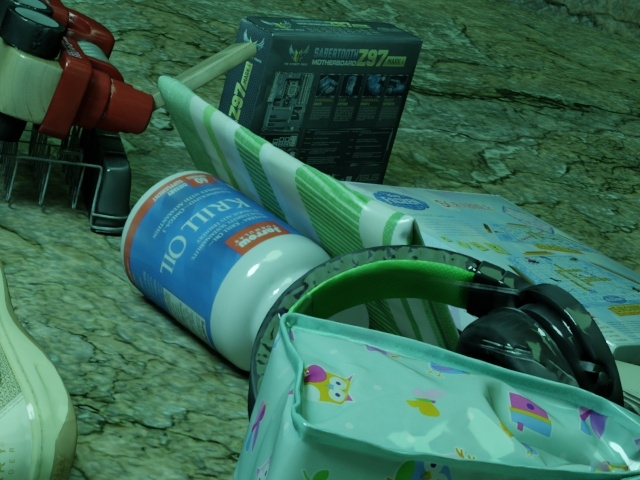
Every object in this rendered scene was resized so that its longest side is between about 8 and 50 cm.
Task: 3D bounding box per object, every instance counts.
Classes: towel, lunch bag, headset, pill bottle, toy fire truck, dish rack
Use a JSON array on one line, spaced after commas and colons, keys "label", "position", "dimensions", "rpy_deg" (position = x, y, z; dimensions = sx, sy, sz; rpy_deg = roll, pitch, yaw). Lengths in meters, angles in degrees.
[{"label": "towel", "position": [0.000, 0.000, 1.672], "dimensions": [0.038, 0.248, 0.325], "rpy_deg": [-41, 46, -16]}, {"label": "lunch bag", "position": [0.075, 0.189, 1.165], "dimensions": [0.262, 0.223, 0.160], "rpy_deg": [13, 25, -12]}, {"label": "headset", "position": [0.137, 0.124, 1.346], "dimensions": [0.394, 0.185, 0.243], "rpy_deg": [27, 52, 15]}, {"label": "pill bottle", "position": [-0.062, 0.036, 1.628], "dimensions": [0.124, 0.124, 0.221], "rpy_deg": [-3, 26, -43]}, {"label": "toy fire truck", "position": [-0.212, -0.171, 1.860], "dimensions": [0.246, 0.158, 0.217], "rpy_deg": [18, 15, -25]}, {"label": "dish rack", "position": [-0.319, -0.093, 1.871], "dimensions": [0.271, 0.074, 0.208], "rpy_deg": [8, 19, -16]}]

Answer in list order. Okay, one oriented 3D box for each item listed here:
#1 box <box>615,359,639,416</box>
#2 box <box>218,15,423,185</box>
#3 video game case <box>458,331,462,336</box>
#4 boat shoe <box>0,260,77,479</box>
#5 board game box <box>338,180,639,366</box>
[{"label": "box", "position": [0.241, 0.162, 1.544], "dimensions": [0.275, 0.113, 0.094], "rpy_deg": [12, 20, -6]}, {"label": "box", "position": [-0.006, -0.147, 2.091], "dimensions": [0.232, 0.183, 0.059], "rpy_deg": [-5, 28, -44]}, {"label": "video game case", "position": [0.179, 0.110, 1.769], "dimensions": [0.212, 0.023, 0.193], "rpy_deg": [0, 25, -38]}, {"label": "boat shoe", "position": [-0.284, 0.069, 1.367], "dimensions": [0.110, 0.122, 0.341], "rpy_deg": [4, 24, -34]}, {"label": "board game box", "position": [0.203, 0.046, 1.796], "dimensions": [0.318, 0.066, 0.318], "rpy_deg": [32, 15, 31]}]
